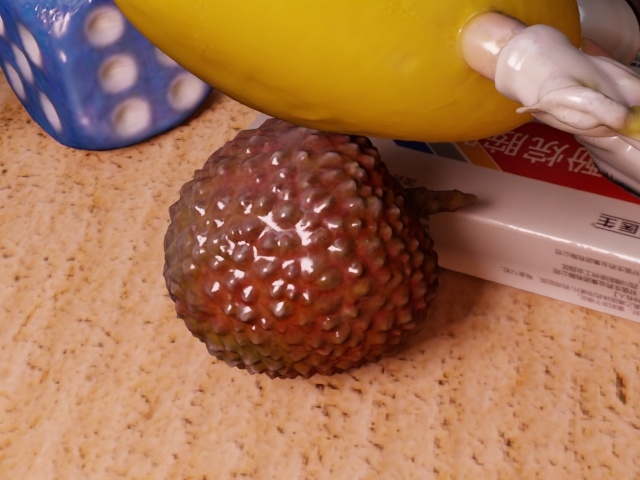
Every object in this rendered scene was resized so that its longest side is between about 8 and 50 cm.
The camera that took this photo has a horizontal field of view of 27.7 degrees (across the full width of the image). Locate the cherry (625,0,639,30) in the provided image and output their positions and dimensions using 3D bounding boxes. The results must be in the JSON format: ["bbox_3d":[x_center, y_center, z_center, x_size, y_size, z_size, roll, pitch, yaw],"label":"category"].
[{"bbox_3d":[0.291,-0.244,1.002,0.195,0.195,0.195,-4,43,4],"label":"cherry"}]

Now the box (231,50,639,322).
[{"bbox_3d":[0.139,-0.065,0.912,0.353,0.069,0.214,15,48,24],"label":"box"}]

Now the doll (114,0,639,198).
[{"bbox_3d":[0.075,-0.115,0.717,0.348,0.161,0.423,29,14,20],"label":"doll"}]

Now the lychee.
[{"bbox_3d":[0.000,0.000,0.788,0.197,0.165,0.165,-31,47,-6],"label":"lychee"}]

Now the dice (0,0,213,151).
[{"bbox_3d":[-0.168,-0.165,1.002,0.146,0.143,0.146,-31,44,-22],"label":"dice"}]
